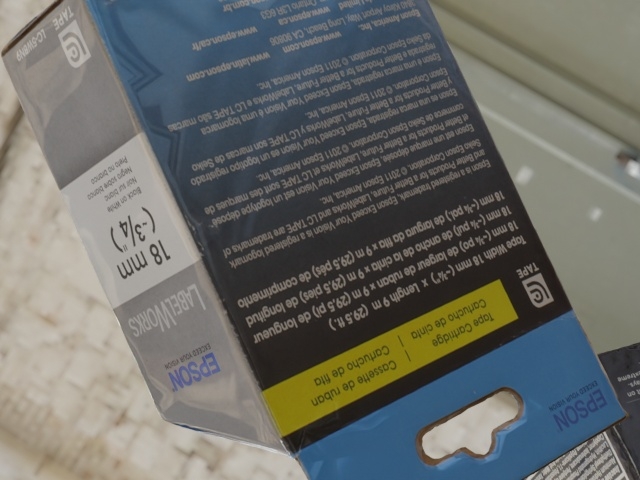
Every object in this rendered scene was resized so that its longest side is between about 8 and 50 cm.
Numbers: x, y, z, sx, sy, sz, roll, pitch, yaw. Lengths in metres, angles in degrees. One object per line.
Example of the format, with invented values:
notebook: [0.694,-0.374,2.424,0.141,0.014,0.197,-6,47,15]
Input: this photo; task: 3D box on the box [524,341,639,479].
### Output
box: [0.285,0.260,1.329,0.182,0.294,0.296,-13,-24,-21]

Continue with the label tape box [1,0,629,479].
label tape box: [0.000,0.000,0.953,0.240,0.334,0.106,-21,-5,-41]
